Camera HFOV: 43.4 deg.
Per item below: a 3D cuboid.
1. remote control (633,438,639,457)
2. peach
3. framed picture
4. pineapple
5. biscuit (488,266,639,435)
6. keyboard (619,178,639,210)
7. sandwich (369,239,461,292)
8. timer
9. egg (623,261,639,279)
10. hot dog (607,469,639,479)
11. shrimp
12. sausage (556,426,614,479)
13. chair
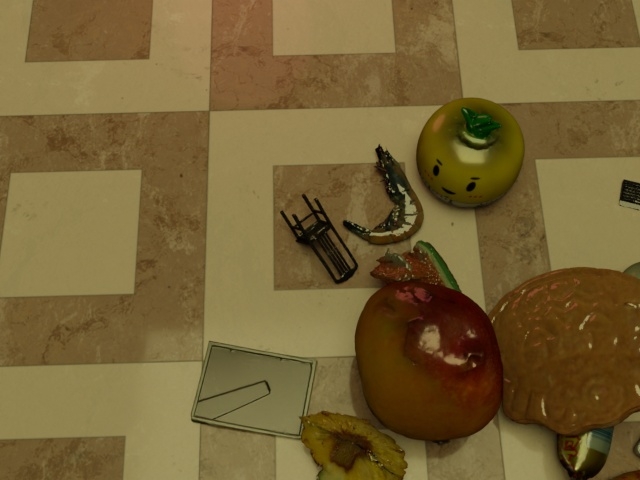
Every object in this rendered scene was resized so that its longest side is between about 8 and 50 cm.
[{"bbox_3d":[0.810,0.499,1.744,0.250,0.034,0.103,39,73,15],"label":"remote control"},{"bbox_3d":[0.222,0.249,1.674,0.290,0.372,0.373,-11,68,-7],"label":"peach"},{"bbox_3d":[-0.149,0.337,1.818,0.260,0.023,0.189,8,68,4],"label":"framed picture"},{"bbox_3d":[0.075,0.475,1.734,0.250,0.140,0.164,19,110,23],"label":"pineapple"},{"bbox_3d":[0.537,0.229,1.731,0.385,0.062,0.365,-21,57,27],"label":"biscuit"},{"bbox_3d":[0.845,-0.097,1.998,0.196,0.015,0.074,15,69,7],"label":"keyboard"},{"bbox_3d":[0.226,0.092,1.845,0.185,0.160,0.109,52,119,24],"label":"sandwich"},{"bbox_3d":[0.364,-0.234,1.919,0.285,0.285,0.285,0,68,0],"label":"timer"},{"bbox_3d":[0.768,0.102,1.863,0.152,0.114,0.114,-1,68,0],"label":"egg"},{"bbox_3d":[0.632,0.556,1.701,0.250,0.076,0.104,-19,68,-5],"label":"hot dog"},{"bbox_3d":[0.134,-0.110,1.987,0.198,0.051,0.262,-19,72,-7],"label":"shrimp"},{"bbox_3d":[0.570,0.404,1.743,0.117,0.125,0.317,16,71,3],"label":"sausage"},{"bbox_3d":[0.000,0.000,1.937,0.084,0.101,0.212,-37,109,-13],"label":"chair"}]
